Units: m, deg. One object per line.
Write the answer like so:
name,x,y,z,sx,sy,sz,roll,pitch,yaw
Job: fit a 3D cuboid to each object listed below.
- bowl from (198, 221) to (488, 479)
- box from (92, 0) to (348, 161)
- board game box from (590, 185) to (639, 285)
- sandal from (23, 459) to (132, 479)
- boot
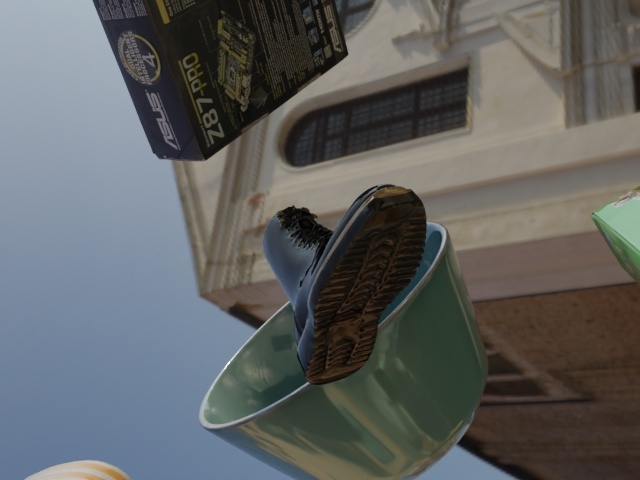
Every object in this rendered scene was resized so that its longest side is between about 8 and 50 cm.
bowl,0.046,0.138,0.810,0.163,0.311,0.311,52,-141,-11
box,-0.125,-0.336,0.917,0.318,0.097,0.395,-47,-49,-41
board game box,0.250,-0.017,0.323,0.046,0.213,0.317,56,-167,-8
sandal,-0.181,0.200,0.588,0.265,0.101,0.076,108,169,-80
boot,0.000,0.000,0.589,0.076,0.198,0.137,-6,-129,-28
